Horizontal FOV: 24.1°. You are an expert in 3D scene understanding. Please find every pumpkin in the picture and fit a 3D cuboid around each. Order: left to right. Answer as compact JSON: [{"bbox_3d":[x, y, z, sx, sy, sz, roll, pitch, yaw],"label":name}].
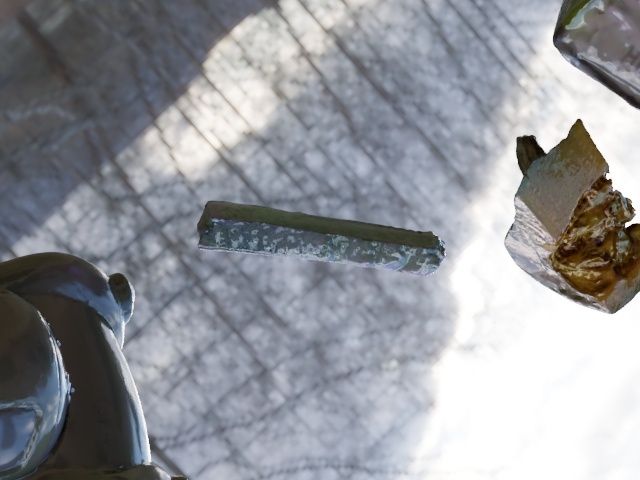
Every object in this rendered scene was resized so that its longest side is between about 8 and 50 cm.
[{"bbox_3d":[0.271,-0.029,1.684,0.131,0.248,0.126,-46,-146,-14],"label":"pumpkin"}]

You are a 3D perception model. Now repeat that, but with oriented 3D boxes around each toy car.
[{"bbox_3d":[-0.252,0.111,1.079,0.336,0.242,0.226,4,145,-40],"label":"toy car"}]

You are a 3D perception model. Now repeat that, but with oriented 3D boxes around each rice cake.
[{"bbox_3d":[0.000,0.000,1.258,0.043,0.211,0.034,-74,171,-64],"label":"rice cake"}]

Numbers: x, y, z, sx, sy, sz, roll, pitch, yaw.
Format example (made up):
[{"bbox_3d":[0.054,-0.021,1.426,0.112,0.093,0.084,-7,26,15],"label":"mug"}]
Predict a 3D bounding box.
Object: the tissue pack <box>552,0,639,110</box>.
[{"bbox_3d":[0.203,-0.096,0.721,0.073,0.173,0.235,-57,-178,24],"label":"tissue pack"}]
